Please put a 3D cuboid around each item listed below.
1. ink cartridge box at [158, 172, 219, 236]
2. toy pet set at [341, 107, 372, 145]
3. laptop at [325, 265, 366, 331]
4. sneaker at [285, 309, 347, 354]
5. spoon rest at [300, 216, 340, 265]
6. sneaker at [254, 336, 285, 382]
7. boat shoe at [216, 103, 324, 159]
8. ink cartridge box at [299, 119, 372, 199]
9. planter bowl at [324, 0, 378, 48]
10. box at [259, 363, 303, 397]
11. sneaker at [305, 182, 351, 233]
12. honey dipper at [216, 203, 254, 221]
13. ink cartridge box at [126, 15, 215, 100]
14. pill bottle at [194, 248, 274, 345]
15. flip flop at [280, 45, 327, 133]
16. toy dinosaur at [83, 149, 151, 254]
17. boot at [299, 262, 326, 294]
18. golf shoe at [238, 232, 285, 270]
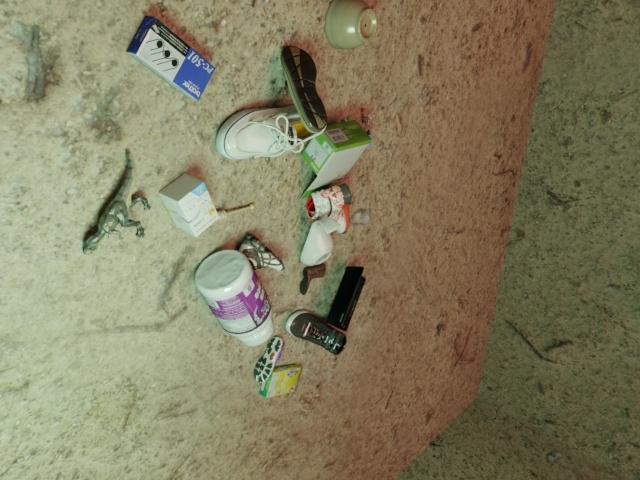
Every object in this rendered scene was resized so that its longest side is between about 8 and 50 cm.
[{"bbox_3d":[-0.342,-0.086,1.546,0.092,0.090,0.143,-45,138,-28],"label":"ink cartridge box"},{"bbox_3d":[0.141,-0.381,2.019,0.122,0.065,0.114,-38,135,-33],"label":"toy pet set"},{"bbox_3d":[0.128,0.232,2.251,0.264,0.136,0.234,36,73,-54],"label":"laptop"},{"bbox_3d":[-0.002,0.342,2.156,0.295,0.147,0.105,32,83,-53],"label":"sneaker"},{"bbox_3d":[0.000,0.000,1.983,0.137,0.084,0.276,-27,160,-24],"label":"spoon rest"},{"bbox_3d":[-0.170,0.425,2.060,0.170,0.068,0.071,-60,149,-10],"label":"sneaker"},{"bbox_3d":[-0.115,-0.300,1.662,0.367,0.156,0.136,-24,126,-44],"label":"boat shoe"},{"bbox_3d":[0.023,-0.262,1.925,0.188,0.097,0.255,-22,159,-45],"label":"ink cartridge box"},{"bbox_3d":[0.107,-0.663,1.789,0.162,0.109,0.162,-28,129,-42],"label":"planter bowl"},{"bbox_3d":[-0.140,0.516,2.165,0.179,0.043,0.105,7,103,-50],"label":"box"},{"bbox_3d":[0.022,-0.096,2.016,0.145,0.090,0.270,-15,154,-9],"label":"sneaker"},{"bbox_3d":[-0.251,-0.086,1.714,0.160,0.030,0.030,-22,125,-47],"label":"honey dipper"},{"bbox_3d":[-0.350,-0.428,1.391,0.207,0.046,0.097,31,84,-54],"label":"ink cartridge box"},{"bbox_3d":[-0.242,0.182,1.748,0.169,0.169,0.301,-47,140,-25],"label":"pill bottle"},{"bbox_3d":[-0.057,-0.425,1.658,0.112,0.080,0.277,-10,79,-38],"label":"flip flop"},{"bbox_3d":[-0.473,-0.072,1.418,0.118,0.064,0.268,29,82,-47],"label":"toy dinosaur"},{"bbox_3d":[-0.024,0.139,2.119,0.114,0.037,0.106,-13,121,-53],"label":"boot"},{"bbox_3d":[-0.191,0.057,1.840,0.094,0.077,0.198,-50,135,-4],"label":"golf shoe"}]
